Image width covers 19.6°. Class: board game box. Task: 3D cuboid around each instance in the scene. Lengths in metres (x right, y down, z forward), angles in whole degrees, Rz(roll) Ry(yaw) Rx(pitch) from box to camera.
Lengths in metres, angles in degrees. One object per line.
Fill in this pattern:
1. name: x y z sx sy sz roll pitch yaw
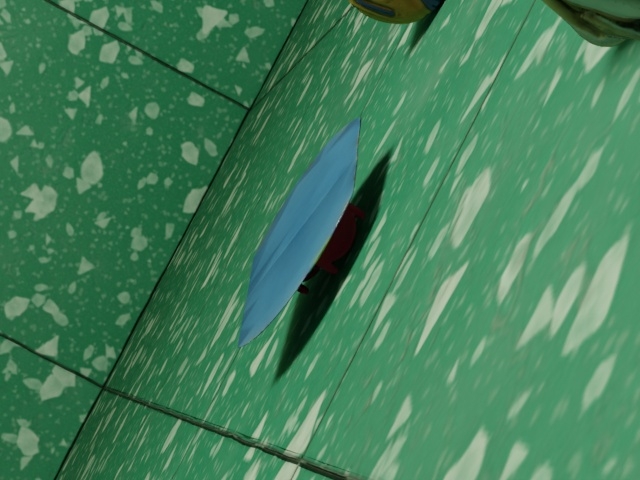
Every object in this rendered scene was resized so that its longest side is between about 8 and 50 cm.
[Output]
1. board game box: 0.000 0.000 1.181 0.133 0.033 0.168 -53 15 27

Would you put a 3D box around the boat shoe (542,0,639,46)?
1. boat shoe: 0.097 -0.122 0.598 0.103 0.113 0.302 -58 7 -12

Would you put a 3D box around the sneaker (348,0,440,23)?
1. sneaker: 0.097 -0.304 1.329 0.296 0.112 0.131 -58 8 26
